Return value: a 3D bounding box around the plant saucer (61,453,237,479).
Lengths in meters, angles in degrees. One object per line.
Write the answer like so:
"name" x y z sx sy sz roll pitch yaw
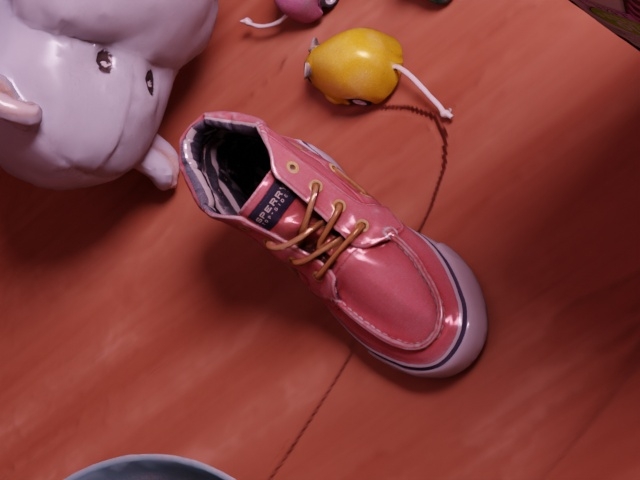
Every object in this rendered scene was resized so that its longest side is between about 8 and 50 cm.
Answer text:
"plant saucer" -0.089 0.264 0.748 0.317 0.043 0.318 -15 66 38

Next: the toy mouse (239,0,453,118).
"toy mouse" 0.019 -0.142 0.800 0.161 0.031 0.143 12 84 44

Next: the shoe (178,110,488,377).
"shoe" 0.000 0.000 0.732 0.063 0.081 0.178 -56 47 12

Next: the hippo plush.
"hippo plush" -0.187 -0.137 0.844 0.294 0.234 0.236 -57 46 11

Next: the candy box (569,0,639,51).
"candy box" 0.153 -0.097 0.523 0.159 0.233 0.071 25 92 45
